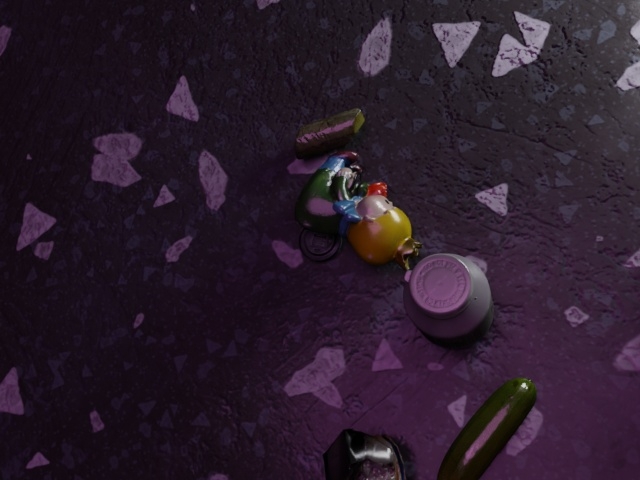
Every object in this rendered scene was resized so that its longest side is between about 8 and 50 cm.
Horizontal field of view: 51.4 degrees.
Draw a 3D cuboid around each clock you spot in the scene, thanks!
[{"bbox_3d":[0.000,0.000,1.255,0.085,0.017,0.085,-5,71,16],"label":"clock"}]

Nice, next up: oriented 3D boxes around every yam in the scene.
[{"bbox_3d":[0.018,-0.205,1.291,0.147,0.070,0.069,-15,69,11],"label":"yam"}]

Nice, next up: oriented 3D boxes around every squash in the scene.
[{"bbox_3d":[0.253,0.317,1.048,0.066,0.066,0.252,37,86,24],"label":"squash"}]

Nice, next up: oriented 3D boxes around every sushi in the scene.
[{"bbox_3d":[0.083,0.442,1.040,0.109,0.134,0.272,1,59,-15],"label":"sushi"}]

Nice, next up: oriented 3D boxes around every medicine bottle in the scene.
[{"bbox_3d":[0.202,0.093,1.055,0.135,0.215,0.135,-5,71,16],"label":"medicine bottle"}]

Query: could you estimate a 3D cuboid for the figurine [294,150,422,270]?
[{"bbox_3d":[0.087,-0.055,1.199,0.234,0.127,0.185,19,55,24],"label":"figurine"}]
